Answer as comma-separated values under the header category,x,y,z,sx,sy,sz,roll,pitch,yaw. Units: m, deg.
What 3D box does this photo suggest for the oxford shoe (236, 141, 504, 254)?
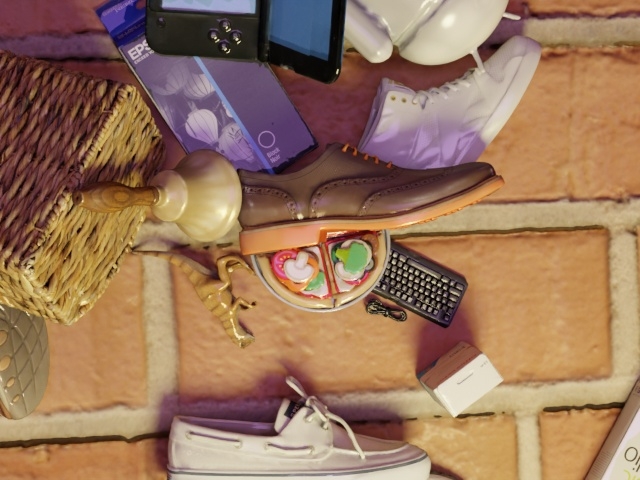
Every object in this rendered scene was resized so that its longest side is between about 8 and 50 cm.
category,x,y,z,sx,sy,sz,roll,pitch,yaw
oxford shoe,0.061,-0.074,1.544,0.363,0.130,0.133,-11,89,-1

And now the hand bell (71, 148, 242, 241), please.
category,x,y,z,sx,sy,sz,roll,pitch,yaw
hand bell,-0.223,-0.055,1.465,0.126,0.242,0.126,2,94,34

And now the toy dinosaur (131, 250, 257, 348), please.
category,x,y,z,sx,sy,sz,roll,pitch,yaw
toy dinosaur,-0.153,0.059,1.615,0.112,0.064,0.211,-41,95,-2

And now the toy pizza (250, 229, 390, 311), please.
category,x,y,z,sx,sy,sz,roll,pitch,yaw
toy pizza,0.000,0.000,1.627,0.201,0.032,0.201,1,81,-6

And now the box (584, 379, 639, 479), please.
category,x,y,z,sx,sy,sz,roll,pitch,yaw
box,0.498,0.400,1.703,0.232,0.058,0.322,28,90,-6

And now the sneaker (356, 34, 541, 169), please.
category,x,y,z,sx,sy,sz,roll,pitch,yaw
sneaker,0.170,-0.198,1.620,0.169,0.108,0.292,35,89,-10

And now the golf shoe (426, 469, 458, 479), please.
category,x,y,z,sx,sy,sz,roll,pitch,yaw
golf shoe,0.219,0.433,1.644,0.273,0.120,0.105,45,89,-5

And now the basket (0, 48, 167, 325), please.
category,x,y,z,sx,sy,sz,roll,pitch,yaw
basket,-0.366,-0.064,1.508,0.223,0.213,0.299,16,66,19

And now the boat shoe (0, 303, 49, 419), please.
category,x,y,z,sx,sy,sz,roll,pitch,yaw
boat shoe,-0.466,0.089,1.567,0.116,0.123,0.324,-11,100,28

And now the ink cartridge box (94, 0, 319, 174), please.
category,x,y,z,sx,sy,sz,roll,pitch,yaw
ink cartridge box,-0.159,-0.225,1.605,0.165,0.065,0.333,-35,94,-3

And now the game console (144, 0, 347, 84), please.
category,x,y,z,sx,sy,sz,roll,pitch,yaw
game console,-0.095,-0.359,1.451,0.250,0.173,0.293,2,109,-6

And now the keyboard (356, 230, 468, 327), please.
category,x,y,z,sx,sy,sz,roll,pitch,yaw
keyboard,0.114,0.067,1.666,0.180,0.023,0.108,26,89,-6

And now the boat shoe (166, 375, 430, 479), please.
category,x,y,z,sx,sy,sz,roll,pitch,yaw
boat shoe,-0.031,0.268,1.612,0.367,0.136,0.156,-1,89,3

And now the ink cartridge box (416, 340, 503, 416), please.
category,x,y,z,sx,sy,sz,roll,pitch,yaw
ink cartridge box,0.194,0.193,1.628,0.088,0.122,0.052,-37,95,-4

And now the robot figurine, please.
category,x,y,z,sx,sy,sz,roll,pitch,yaw
robot figurine,0.112,-0.377,1.560,0.353,0.200,0.300,39,70,-6
